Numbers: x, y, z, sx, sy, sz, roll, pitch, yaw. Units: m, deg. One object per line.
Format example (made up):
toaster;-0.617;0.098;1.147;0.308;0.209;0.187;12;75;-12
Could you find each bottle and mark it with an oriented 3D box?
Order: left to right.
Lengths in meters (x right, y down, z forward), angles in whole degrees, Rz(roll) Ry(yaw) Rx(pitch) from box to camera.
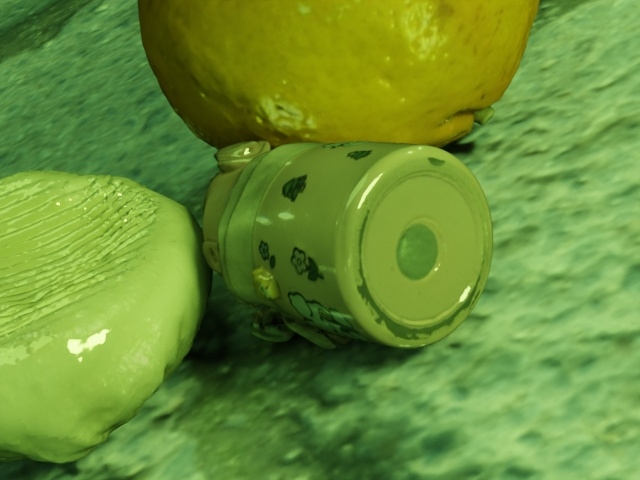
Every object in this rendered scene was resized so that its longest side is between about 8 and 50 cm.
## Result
bottle;0.001;-0.001;0.755;0.099;0.099;0.152;-45;29;-26

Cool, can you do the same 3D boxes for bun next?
bun;-0.139;0.045;0.800;0.183;0.102;0.183;-7;35;5

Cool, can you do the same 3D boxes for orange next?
orange;0.011;-0.132;0.855;0.219;0.193;0.219;-24;3;1
